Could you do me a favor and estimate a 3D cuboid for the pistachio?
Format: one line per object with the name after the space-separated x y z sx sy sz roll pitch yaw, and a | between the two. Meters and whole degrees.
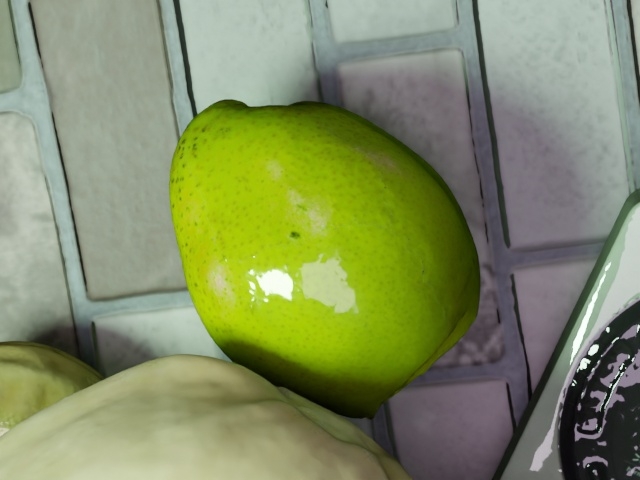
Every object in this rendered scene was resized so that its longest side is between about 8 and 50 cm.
-0.094 0.185 1.068 0.318 0.193 0.214 -17 80 8 | pistachio

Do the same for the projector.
0.277 0.128 1.191 0.257 0.079 0.259 24 105 1 | projector

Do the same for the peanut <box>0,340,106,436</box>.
-0.144 0.199 1.229 0.319 0.147 0.147 43 104 -11 | peanut

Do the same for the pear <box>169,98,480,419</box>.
0.000 0.000 1.134 0.187 0.187 0.219 -39 86 13 | pear
